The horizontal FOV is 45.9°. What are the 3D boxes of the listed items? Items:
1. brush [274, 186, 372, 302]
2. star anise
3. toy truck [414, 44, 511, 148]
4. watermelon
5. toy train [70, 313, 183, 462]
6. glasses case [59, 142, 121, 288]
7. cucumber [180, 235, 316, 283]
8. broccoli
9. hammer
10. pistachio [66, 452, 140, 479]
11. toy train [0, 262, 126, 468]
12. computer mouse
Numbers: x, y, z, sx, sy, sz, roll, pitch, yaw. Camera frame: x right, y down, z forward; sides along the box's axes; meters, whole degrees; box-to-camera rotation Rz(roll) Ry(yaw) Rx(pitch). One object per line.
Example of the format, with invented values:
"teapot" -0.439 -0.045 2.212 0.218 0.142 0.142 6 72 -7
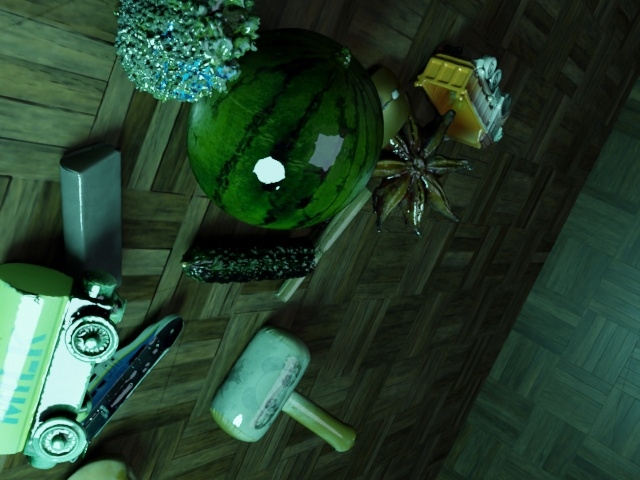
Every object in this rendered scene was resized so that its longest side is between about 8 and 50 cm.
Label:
"brush" 0.000 0.000 1.311 0.248 0.036 0.043 -53 140 -5
"star anise" 0.144 -0.128 1.326 0.272 0.102 0.271 0 90 -28
"toy truck" 0.278 -0.267 1.431 0.135 0.114 0.270 -63 152 -3
"watermelon" -0.041 -0.132 0.911 0.242 0.242 0.242 -39 145 -34
"toy train" -0.276 0.185 1.020 0.234 0.051 0.052 -52 151 -22
"glasses case" -0.261 -0.014 0.865 0.072 0.042 0.190 -34 142 -47
"cucumber" -0.109 0.027 1.123 0.300 0.072 0.072 0 116 -56
"broccoli" -0.131 -0.223 0.793 0.160 0.155 0.167 -52 158 -61
"hammer" -0.037 0.294 1.344 0.305 0.113 0.202 39 84 -32
"pistachio" -0.322 0.385 1.079 0.126 0.108 0.185 15 112 -34
"toy train" -0.316 0.136 0.838 0.157 0.105 0.253 17 109 -18
"computer mouse" 0.075 -0.196 1.206 0.199 0.045 0.102 -45 116 -25
